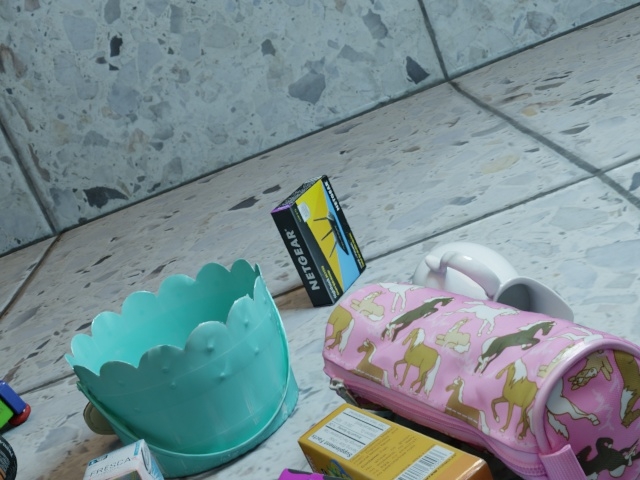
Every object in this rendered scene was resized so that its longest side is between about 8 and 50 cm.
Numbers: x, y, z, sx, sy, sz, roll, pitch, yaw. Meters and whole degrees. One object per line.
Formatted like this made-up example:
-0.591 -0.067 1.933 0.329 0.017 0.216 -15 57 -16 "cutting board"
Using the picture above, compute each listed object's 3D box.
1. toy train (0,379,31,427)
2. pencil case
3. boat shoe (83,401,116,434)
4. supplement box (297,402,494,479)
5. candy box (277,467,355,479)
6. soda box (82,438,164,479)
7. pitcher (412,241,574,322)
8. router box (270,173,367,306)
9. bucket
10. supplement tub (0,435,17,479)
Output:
-0.608 0.293 1.536 0.248 0.105 0.143 -4 38 46 "toy train"
0.156 0.140 0.929 0.386 0.160 0.167 9 74 59 "pencil case"
-0.250 0.215 1.346 0.227 0.081 0.068 -25 13 -34 "boat shoe"
0.073 0.230 0.890 0.080 0.078 0.233 -33 19 -22 "supplement box"
0.031 0.279 0.729 0.233 0.071 0.159 -5 44 46 "candy box"
-0.151 0.279 0.837 0.058 0.183 0.063 -22 16 0 "soda box"
0.182 0.056 1.120 0.125 0.177 0.207 -52 25 -7 "pitcher"
0.000 0.000 1.506 0.046 0.179 0.133 -13 20 35 "router box"
-0.169 0.166 1.207 0.281 0.183 0.281 -21 17 7 "bucket"
-0.466 0.333 1.183 0.117 0.117 0.190 -23 16 -1 "supplement tub"
